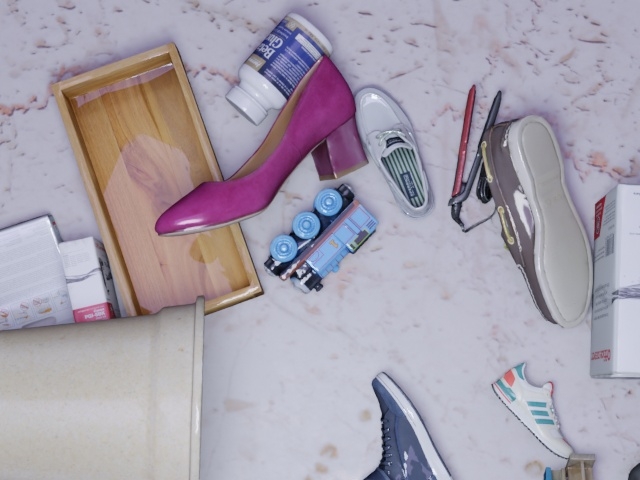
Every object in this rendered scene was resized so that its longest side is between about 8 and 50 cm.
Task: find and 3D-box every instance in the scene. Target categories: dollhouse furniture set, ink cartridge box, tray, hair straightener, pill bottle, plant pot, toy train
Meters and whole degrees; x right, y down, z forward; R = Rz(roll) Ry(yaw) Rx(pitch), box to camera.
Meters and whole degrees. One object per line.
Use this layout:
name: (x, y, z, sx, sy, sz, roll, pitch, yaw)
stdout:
dollhouse furniture set: (0.336, 0.422, 1.876, 0.129, 0.129, 0.183, 1, 59, 3)
ink cartridge box: (-0.457, 0.064, 1.985, 0.146, 0.045, 0.179, -18, 101, -1)
tray: (-0.250, -0.077, 1.971, 0.203, 0.076, 0.410, -20, 82, 0)
hair straightener: (0.254, -0.122, 1.970, 0.089, 0.047, 0.230, 11, 83, 4)
pill bottle: (-0.067, -0.262, 1.975, 0.094, 0.094, 0.169, 40, 86, 6)
plant pot: (-0.318, 0.239, 1.782, 0.306, 0.334, 0.333, 1, 83, -5)
ink cartridge box: (0.467, 0.068, 1.863, 0.114, 0.197, 0.272, 4, 83, 3)
toy train: (0.000, 0.000, 1.950, 0.105, 0.080, 0.184, 44, 86, 1)
ink cartridge box: (-0.349, 0.068, 1.941, 0.056, 0.099, 0.135, -14, 83, 0)

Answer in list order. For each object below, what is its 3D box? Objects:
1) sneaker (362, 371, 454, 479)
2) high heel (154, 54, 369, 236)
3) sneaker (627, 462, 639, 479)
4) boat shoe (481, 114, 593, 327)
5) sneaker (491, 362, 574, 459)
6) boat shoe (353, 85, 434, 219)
sneaker: (0.089, 0.324, 1.900, 0.163, 0.086, 0.226, -27, 84, -4)
high heel: (-0.104, -0.136, 1.880, 0.377, 0.127, 0.181, -26, 101, -34)
sneaker: (0.582, 0.256, 1.888, 0.331, 0.122, 0.146, -31, 62, 3)
boat shoe: (0.323, -0.025, 1.928, 0.117, 0.097, 0.324, -21, 99, -37)
sneaker: (0.334, 0.253, 1.915, 0.075, 0.057, 0.161, -44, 81, 2)
boat shoe: (0.118, -0.142, 1.963, 0.083, 0.076, 0.226, -29, 83, -2)
